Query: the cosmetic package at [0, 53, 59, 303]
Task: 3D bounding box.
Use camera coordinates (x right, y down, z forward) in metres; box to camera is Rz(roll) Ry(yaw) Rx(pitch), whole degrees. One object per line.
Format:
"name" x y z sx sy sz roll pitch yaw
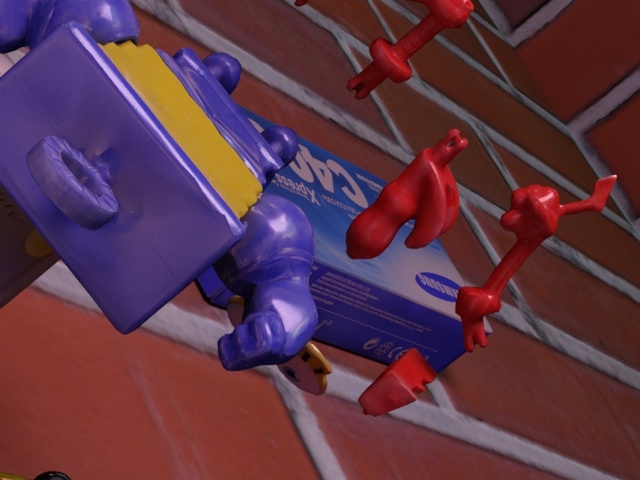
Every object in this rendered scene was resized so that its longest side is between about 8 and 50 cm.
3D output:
"cosmetic package" -0.258 -0.005 0.643 0.230 0.161 0.453 50 17 -4

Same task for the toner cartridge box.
"toner cartridge box" 0.000 0.000 1.420 0.348 0.075 0.165 23 33 -56

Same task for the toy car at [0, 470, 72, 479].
"toy car" -0.078 0.154 0.850 0.225 0.239 0.053 70 27 -72

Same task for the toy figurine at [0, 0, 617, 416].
"toy figurine" -0.065 -0.073 0.709 0.362 0.191 0.217 53 22 0
